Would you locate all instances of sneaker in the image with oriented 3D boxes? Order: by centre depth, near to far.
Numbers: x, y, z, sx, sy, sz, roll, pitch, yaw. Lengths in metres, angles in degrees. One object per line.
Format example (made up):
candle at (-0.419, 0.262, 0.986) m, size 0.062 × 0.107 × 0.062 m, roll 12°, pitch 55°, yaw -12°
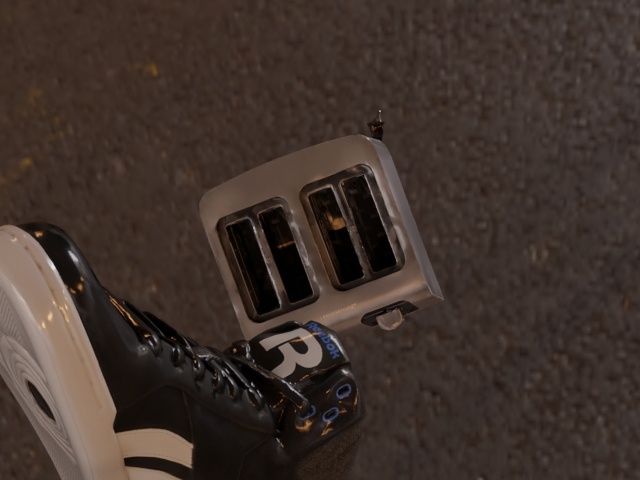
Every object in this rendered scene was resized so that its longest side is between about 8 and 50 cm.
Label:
sneaker at (-0.048, 0.048, 0.621) m, size 0.121 × 0.217 × 0.079 m, roll -34°, pitch 49°, yaw -19°

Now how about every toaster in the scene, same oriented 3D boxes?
toaster at (0.000, 0.000, 1.408) m, size 0.168 × 0.110 × 0.186 m, roll -20°, pitch 86°, yaw 6°
